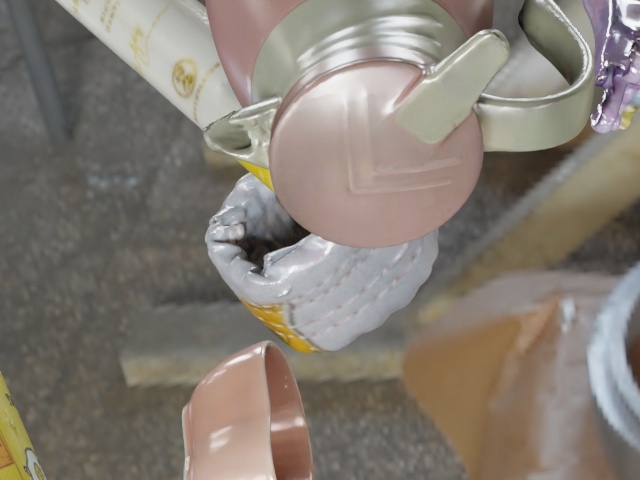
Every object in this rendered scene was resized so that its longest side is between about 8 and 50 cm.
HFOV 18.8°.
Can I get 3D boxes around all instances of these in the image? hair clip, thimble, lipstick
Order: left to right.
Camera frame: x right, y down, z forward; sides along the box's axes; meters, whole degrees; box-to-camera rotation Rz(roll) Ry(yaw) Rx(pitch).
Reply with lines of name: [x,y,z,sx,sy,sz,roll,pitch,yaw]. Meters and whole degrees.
lipstick: [-0.071,-0.103,1.135,0.059,0.059,0.264,-32,51,-23]
thimble: [0.001,-0.003,1.424,0.151,0.118,0.127,-43,44,-3]
hair clip: [0.251,-0.179,1.550,0.090,0.137,0.278,22,32,-15]

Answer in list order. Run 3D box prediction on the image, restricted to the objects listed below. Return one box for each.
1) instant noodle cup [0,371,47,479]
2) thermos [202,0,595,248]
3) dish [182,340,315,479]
instant noodle cup: [-0.374,0.241,1.679,0.325,0.325,0.254,-27,75,-18]
thermos: [0.030,-0.100,0.905,0.176,0.146,0.265,-3,32,-4]
dish: [-0.063,0.195,1.623,0.090,0.213,0.213,-11,38,7]
